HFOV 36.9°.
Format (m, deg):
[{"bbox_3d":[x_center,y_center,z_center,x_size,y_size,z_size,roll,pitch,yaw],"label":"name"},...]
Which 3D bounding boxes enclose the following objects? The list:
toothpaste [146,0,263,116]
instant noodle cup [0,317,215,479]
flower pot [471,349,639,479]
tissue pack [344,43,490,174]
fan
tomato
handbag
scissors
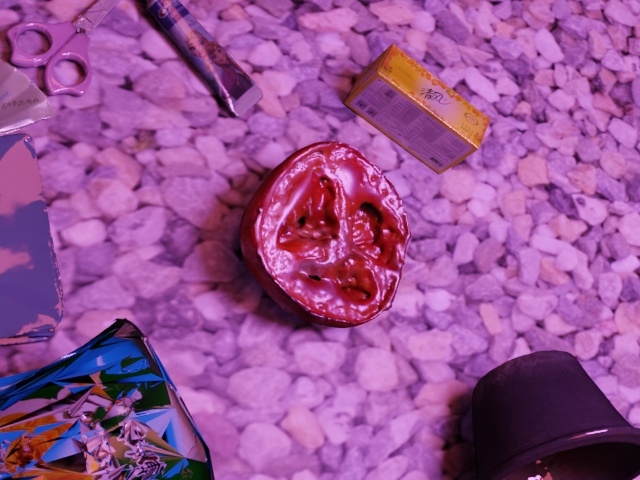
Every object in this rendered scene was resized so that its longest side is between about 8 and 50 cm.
[{"bbox_3d":[-0.158,-0.252,1.217,0.216,0.037,0.062,49,55,-10],"label":"toothpaste"},{"bbox_3d":[-0.225,0.210,0.902,0.178,0.240,0.240,-23,83,-26],"label":"instant noodle cup"},{"bbox_3d":[0.276,0.231,1.186,0.235,0.235,0.148,4,50,-28],"label":"flower pot"},{"bbox_3d":[0.133,-0.177,1.313,0.176,0.095,0.062,34,58,-13],"label":"tissue pack"},{"bbox_3d":[-0.415,-0.157,1.055,0.240,0.009,0.131,-7,73,-31],"label":"fan"},{"bbox_3d":[-0.003,0.001,1.171,0.227,0.101,0.228,7,76,-31],"label":"tomato"},{"bbox_3d":[-0.356,0.003,1.003,0.144,0.057,0.221,-8,76,-24],"label":"handbag"},{"bbox_3d":[-0.284,-0.261,1.159,0.110,0.021,0.212,41,58,-12],"label":"scissors"}]
